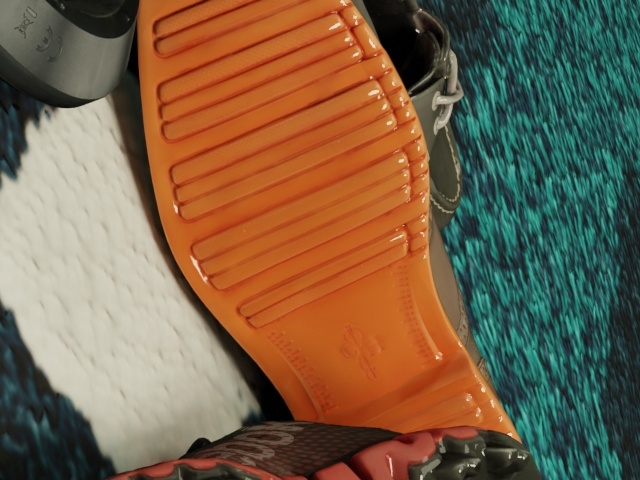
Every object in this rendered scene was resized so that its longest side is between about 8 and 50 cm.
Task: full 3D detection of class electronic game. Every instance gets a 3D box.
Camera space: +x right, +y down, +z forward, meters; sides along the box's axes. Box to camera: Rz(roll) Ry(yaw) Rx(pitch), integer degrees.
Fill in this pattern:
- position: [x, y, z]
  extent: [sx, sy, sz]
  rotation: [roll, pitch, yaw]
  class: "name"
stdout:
- position: [-0.141, -0.163, 0.822]
  extent: [0.229, 0.048, 0.229]
  rotation: [58, 19, -33]
  class: "electronic game"

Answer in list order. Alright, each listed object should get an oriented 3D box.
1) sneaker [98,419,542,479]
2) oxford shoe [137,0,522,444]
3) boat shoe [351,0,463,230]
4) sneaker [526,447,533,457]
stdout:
- position: [-0.035, 0.130, 0.816]
  extent: [0.276, 0.135, 0.098]
  rotation: [-4, 90, -44]
  class: "sneaker"
- position: [0.000, 0.000, 0.987]
  extent: [0.133, 0.130, 0.364]
  rotation: [-102, 173, -70]
  class: "oxford shoe"
- position: [0.024, -0.128, 1.120]
  extent: [0.335, 0.095, 0.112]
  rotation: [56, 28, -36]
  class: "boat shoe"
- position: [0.171, 0.244, 1.200]
  extent: [0.269, 0.101, 0.153]
  rotation: [56, 31, -32]
  class: "sneaker"
